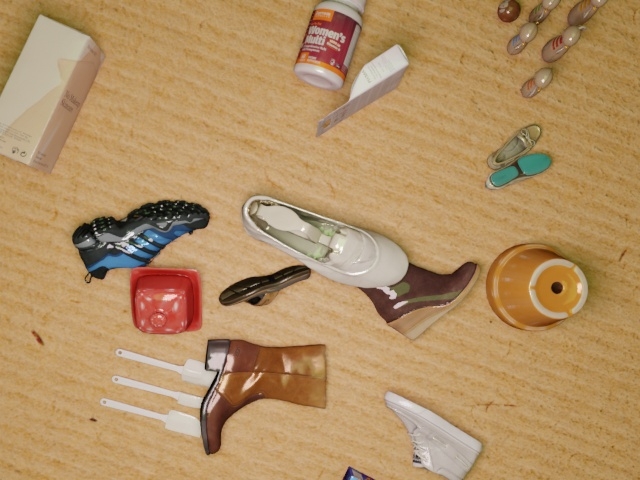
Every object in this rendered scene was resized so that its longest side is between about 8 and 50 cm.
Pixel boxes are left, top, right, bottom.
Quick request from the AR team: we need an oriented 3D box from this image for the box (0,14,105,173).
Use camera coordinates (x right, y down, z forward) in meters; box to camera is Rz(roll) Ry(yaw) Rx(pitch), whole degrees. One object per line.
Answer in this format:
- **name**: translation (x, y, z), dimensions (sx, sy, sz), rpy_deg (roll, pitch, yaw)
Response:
- **box**: translation (-0.613, -0.319, 1.479), dimensions (0.121, 0.148, 0.311), rpy_deg (24, 88, -2)

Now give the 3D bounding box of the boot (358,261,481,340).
- **boot**: translation (0.221, 0.083, 1.524), dimensions (0.248, 0.090, 0.207), rpy_deg (-43, 92, 0)

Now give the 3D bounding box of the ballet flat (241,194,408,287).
- **ballet flat**: translation (0.000, 0.000, 1.467), dimensions (0.400, 0.139, 0.139), rpy_deg (22, 87, 8)

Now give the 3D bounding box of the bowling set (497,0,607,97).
- **bowling set**: translation (0.501, -0.490, 1.532), dimensions (0.200, 0.154, 0.287), rpy_deg (31, 86, -1)

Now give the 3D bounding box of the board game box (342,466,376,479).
- **board game box**: translation (0.094, 0.726, 1.496), dimensions (0.233, 0.078, 0.347), rpy_deg (26, 86, -1)

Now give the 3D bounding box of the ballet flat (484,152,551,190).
- **ballet flat**: translation (0.461, -0.161, 1.568), dimensions (0.168, 0.052, 0.057), rpy_deg (-19, 79, -10)

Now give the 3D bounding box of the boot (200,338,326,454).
- **boot**: translation (-0.128, 0.359, 1.511), dimensions (0.280, 0.096, 0.264), rpy_deg (7, 79, -12)

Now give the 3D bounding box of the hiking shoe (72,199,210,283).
- **hiking shoe**: translation (-0.396, -0.004, 1.510), dimensions (0.304, 0.113, 0.132), rpy_deg (-14, 118, -9)

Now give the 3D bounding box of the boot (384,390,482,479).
- **boot**: translation (0.235, 0.453, 1.505), dimensions (0.258, 0.095, 0.123), rpy_deg (32, 80, -2)

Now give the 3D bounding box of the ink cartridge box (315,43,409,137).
- **ink cartridge box**: translation (0.078, -0.329, 1.488), dimensions (0.232, 0.189, 0.066), rpy_deg (-29, 88, -3)

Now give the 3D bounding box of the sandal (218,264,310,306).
- **sandal**: translation (-0.123, 0.114, 1.523), dimensions (0.219, 0.090, 0.060), rpy_deg (-18, 110, -10)

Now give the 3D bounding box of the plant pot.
- **plant pot**: translation (0.497, 0.106, 1.488), dimensions (0.205, 0.188, 0.205), rpy_deg (0, 87, -3)

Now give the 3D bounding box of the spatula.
- **spatula**: translation (-0.368, 0.339, 1.524), dimensions (0.242, 0.019, 0.168), rpy_deg (17, 92, -2)

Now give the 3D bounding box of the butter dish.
- **butter dish**: translation (-0.348, 0.150, 1.467), dimensions (0.160, 0.118, 0.160), rpy_deg (2, 112, -2)

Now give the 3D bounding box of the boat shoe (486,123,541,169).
- **boat shoe**: translation (0.463, -0.223, 1.571), dimensions (0.153, 0.048, 0.056), rpy_deg (-33, 89, -4)

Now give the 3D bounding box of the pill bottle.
- **pill bottle**: translation (0.027, -0.469, 1.526), dimensions (0.121, 0.121, 0.221), rpy_deg (18, 87, -2)
